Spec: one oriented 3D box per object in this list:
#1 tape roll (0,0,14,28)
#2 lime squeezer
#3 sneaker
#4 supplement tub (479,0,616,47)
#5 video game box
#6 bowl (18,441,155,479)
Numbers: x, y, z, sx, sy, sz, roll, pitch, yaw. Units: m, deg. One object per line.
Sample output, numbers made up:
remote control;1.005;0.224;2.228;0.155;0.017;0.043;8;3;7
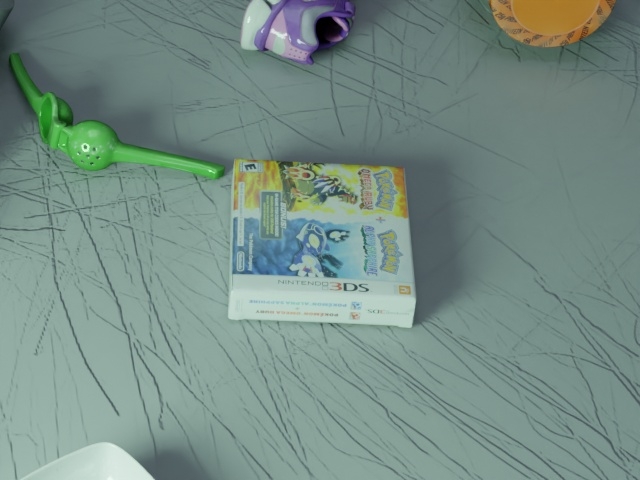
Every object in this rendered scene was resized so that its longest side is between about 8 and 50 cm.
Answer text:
tape roll;-0.458;-0.291;1.823;0.219;0.072;0.219;30;14;-9
lime squeezer;-0.258;-0.132;1.773;0.310;0.059;0.110;29;48;23
sneaker;0.003;-0.287;1.951;0.104;0.095;0.236;29;52;14
supplement tub;0.269;-0.393;2.013;0.193;0.194;0.316;2;42;-5
video game box;0.000;0.000;1.671;0.187;0.048;0.205;4;43;-6
bowl;-0.198;0.251;1.374;0.142;0.053;0.142;-26;53;-30
